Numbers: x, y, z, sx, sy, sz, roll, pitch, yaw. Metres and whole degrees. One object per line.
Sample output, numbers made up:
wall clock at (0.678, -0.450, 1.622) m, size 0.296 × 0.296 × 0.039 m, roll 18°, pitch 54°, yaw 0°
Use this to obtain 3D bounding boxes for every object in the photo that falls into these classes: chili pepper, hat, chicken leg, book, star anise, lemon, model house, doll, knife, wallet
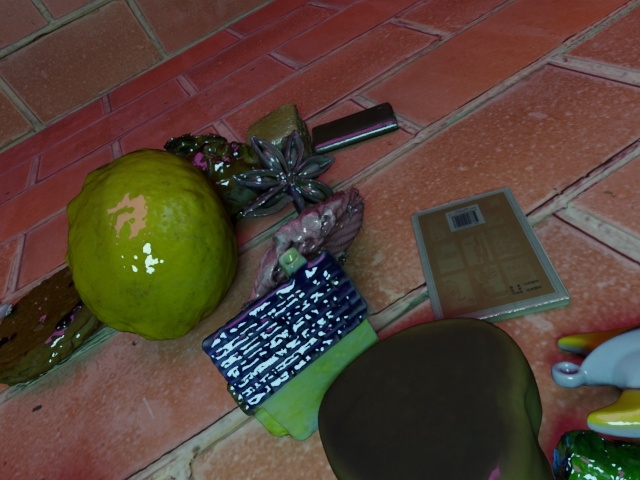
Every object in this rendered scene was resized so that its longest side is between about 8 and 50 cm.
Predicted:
chili pepper at (0.316, 0.222, 0.365) m, size 0.224 × 0.061 × 0.098 m, roll 7°, pitch 81°, yaw 24°
hat at (0.000, 0.000, 0.703) m, size 0.237 × 0.107 × 0.286 m, roll -46°, pitch 0°, yaw 32°
chicken leg at (-0.276, -0.104, 0.927) m, size 0.361 × 0.212 × 0.140 m, roll -20°, pitch 9°, yaw 4°
book at (0.235, 0.018, 0.665) m, size 0.170 × 0.018 × 0.242 m, roll -16°, pitch 41°, yaw 15°
star anise at (-0.063, -0.127, 0.867) m, size 0.212 × 0.073 × 0.197 m, roll 7°, pitch 76°, yaw -16°
lemon at (-0.274, -0.002, 0.745) m, size 0.285 × 0.285 × 0.316 m, roll 5°, pitch 93°, yaw 32°
model house at (-0.046, 0.114, 0.569) m, size 0.194 × 0.211 × 0.170 m, roll -35°, pitch 43°, yaw -8°
doll at (0.387, 0.125, 0.406) m, size 0.316 × 0.103 × 0.145 m, roll -3°, pitch 41°, yaw 19°
knife at (-0.732, 0.163, 0.993) m, size 0.297 × 0.017 × 0.047 m, roll -10°, pitch 43°, yaw 37°
wallet at (0.077, -0.259, 1.038) m, size 0.198 × 0.031 × 0.110 m, roll -16°, pitch 40°, yaw 12°

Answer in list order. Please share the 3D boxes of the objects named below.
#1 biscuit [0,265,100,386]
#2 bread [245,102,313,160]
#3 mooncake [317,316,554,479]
biscuit at (-0.533, 0.159, 0.885) m, size 0.296 × 0.075 × 0.296 m, roll -22°, pitch 34°, yaw 16°
bread at (-0.095, -0.234, 1.050) m, size 0.138 × 0.102 × 0.196 m, roll -19°, pitch 38°, yaw 6°
mooncake at (0.110, 0.196, 0.460) m, size 0.234 × 0.117 × 0.235 m, roll -26°, pitch 27°, yaw 15°
